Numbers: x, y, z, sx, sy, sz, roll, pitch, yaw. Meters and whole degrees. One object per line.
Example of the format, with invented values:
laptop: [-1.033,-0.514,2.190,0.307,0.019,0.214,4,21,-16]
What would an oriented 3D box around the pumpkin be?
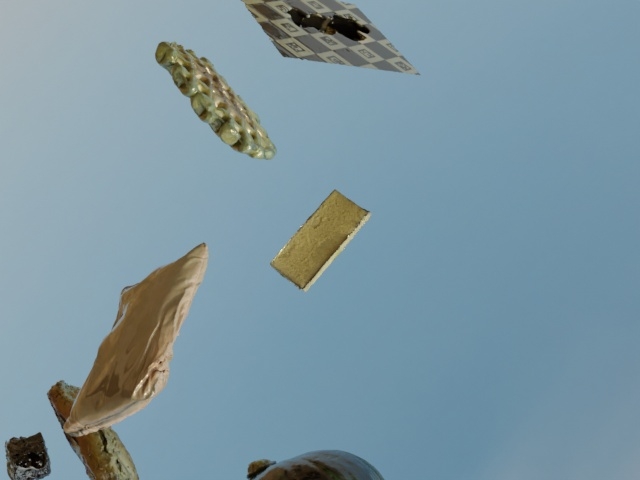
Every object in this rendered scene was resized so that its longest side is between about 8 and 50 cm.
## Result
pumpkin: [-0.040,0.447,1.459,0.315,0.315,0.238,-31,-106,20]

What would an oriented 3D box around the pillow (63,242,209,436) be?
pillow: [-0.246,0.131,1.275,0.173,0.067,0.270,-23,-142,36]

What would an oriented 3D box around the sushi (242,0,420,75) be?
sushi: [-0.008,-0.342,1.585,0.264,0.290,0.050,56,-49,38]

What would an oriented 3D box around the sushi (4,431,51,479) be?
sushi: [-0.594,0.447,1.903,0.084,0.098,0.094,-13,-146,-26]

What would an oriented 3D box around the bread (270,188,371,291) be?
bread: [0.000,0.000,1.331,0.068,0.028,0.153,36,-104,19]

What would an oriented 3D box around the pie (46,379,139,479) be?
pie: [-0.426,0.415,1.810,0.086,0.308,0.308,-27,-153,-21]

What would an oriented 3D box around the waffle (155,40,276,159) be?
waffle: [-0.200,-0.269,1.829,0.056,0.291,0.309,-39,175,10]
